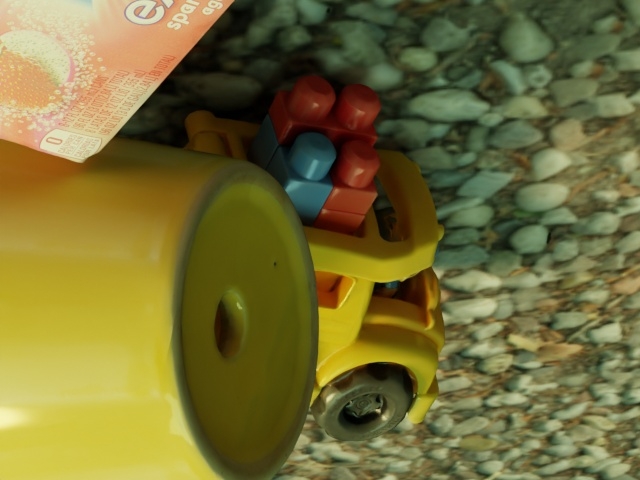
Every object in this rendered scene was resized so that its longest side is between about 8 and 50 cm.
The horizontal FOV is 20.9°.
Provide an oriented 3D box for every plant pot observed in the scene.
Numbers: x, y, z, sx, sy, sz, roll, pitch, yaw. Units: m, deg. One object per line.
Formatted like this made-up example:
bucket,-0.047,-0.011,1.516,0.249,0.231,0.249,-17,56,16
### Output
plant pot,-0.141,0.043,0.895,0.239,0.254,0.254,-2,152,25

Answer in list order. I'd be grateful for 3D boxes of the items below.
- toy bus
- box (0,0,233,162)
toy bus,0.000,0.000,1.065,0.220,0.149,0.211,11,128,-29
box,-0.091,-0.183,0.727,0.142,0.154,0.300,16,143,-30
